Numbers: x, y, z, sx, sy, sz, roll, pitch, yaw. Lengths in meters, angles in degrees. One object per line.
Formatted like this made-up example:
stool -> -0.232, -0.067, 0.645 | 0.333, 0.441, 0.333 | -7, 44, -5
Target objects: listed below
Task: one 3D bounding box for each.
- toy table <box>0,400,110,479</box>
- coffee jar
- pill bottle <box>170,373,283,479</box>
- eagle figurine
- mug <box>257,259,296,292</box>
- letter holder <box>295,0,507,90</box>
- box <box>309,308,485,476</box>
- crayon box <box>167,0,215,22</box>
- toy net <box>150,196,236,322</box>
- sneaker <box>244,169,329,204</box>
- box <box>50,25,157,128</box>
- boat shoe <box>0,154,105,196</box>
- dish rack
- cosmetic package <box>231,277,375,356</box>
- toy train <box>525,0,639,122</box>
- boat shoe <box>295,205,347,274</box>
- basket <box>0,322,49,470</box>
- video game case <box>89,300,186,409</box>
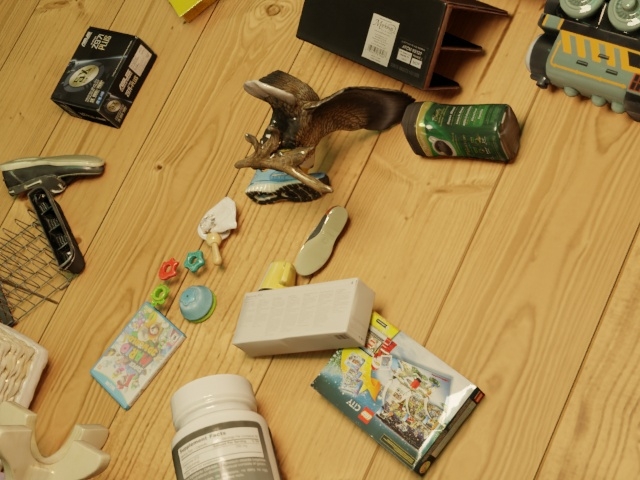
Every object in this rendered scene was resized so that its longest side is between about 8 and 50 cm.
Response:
toy table -> -0.471, 0.384, 1.854 | 0.274, 0.252, 0.161 | 18, 92, 21
coffee jar -> 0.229, -0.181, 1.832 | 0.184, 0.096, 0.079 | 6, 62, 30
pill bottle -> -0.143, 0.364, 1.723 | 0.161, 0.161, 0.283 | -27, 56, 14
eagle figurine -> -0.012, -0.203, 1.862 | 0.226, 0.225, 0.298 | 45, 53, -2
mug -> -0.064, 0.067, 1.889 | 0.078, 0.062, 0.064 | -11, 51, 42
letter holder -> 0.147, -0.383, 1.960 | 0.302, 0.214, 0.152 | 29, 114, 35
box -> 0.116, 0.231, 1.721 | 0.233, 0.044, 0.159 | 36, 86, 36
crayon box -> -0.257, -0.593, 2.302 | 0.202, 0.081, 0.318 | -36, 54, 8
toy net -> -0.215, 0.029, 2.000 | 0.122, 0.045, 0.232 | 13, 71, 34
sneaker -> -0.059, -0.112, 1.973 | 0.162, 0.063, 0.073 | -2, 62, 27
box -> -0.444, -0.336, 2.277 | 0.147, 0.077, 0.180 | 18, 76, 34
boat shoe -> -0.535, -0.132, 2.242 | 0.233, 0.084, 0.079 | -4, 103, 19
dish rack -> -0.593, 0.050, 2.171 | 0.271, 0.074, 0.208 | -37, 54, 7
cosmetic package -> -0.028, 0.128, 1.809 | 0.239, 0.060, 0.099 | -9, 57, 38
toy train -> 0.479, -0.293, 1.737 | 0.334, 0.142, 0.190 | 26, 90, 35
boat shoe -> 0.000, 0.000, 1.899 | 0.137, 0.049, 0.043 | -58, 13, -5
basket -> -0.735, 0.275, 1.999 | 0.328, 0.266, 0.331 | 20, 86, 33
video game case -> -0.328, 0.205, 1.989 | 0.119, 0.015, 0.166 | 36, 87, 35
